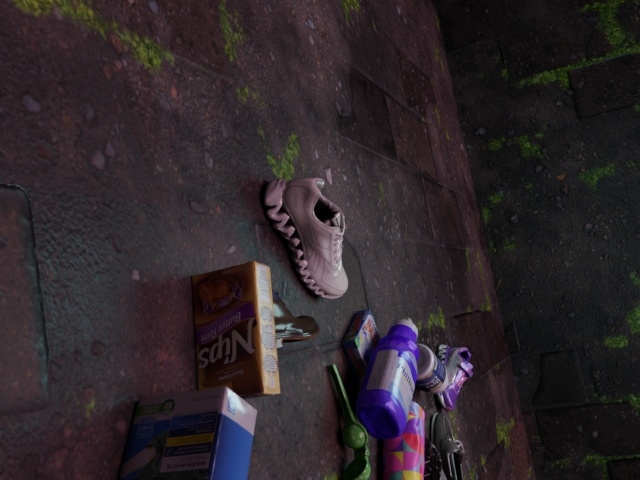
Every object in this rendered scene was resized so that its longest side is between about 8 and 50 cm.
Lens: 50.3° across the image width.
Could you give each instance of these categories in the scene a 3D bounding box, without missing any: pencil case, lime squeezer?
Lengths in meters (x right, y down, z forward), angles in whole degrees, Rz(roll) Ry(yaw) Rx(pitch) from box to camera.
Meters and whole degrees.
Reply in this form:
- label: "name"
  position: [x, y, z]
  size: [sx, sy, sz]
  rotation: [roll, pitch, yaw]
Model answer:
- label: "pencil case"
  position: [0.187, 0.475, 1.509]
  size: [0.104, 0.104, 0.236]
  rotation: [48, 35, -48]
- label: "lime squeezer"
  position: [0.047, 0.399, 1.310]
  size: [0.109, 0.059, 0.311]
  rotation: [20, 54, -25]

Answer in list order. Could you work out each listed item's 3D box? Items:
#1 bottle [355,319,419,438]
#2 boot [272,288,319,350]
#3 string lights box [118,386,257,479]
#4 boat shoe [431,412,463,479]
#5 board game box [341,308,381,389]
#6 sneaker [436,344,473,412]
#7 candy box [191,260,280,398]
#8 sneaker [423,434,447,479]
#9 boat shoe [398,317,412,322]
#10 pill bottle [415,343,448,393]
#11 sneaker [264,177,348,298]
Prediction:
- label: "bottle"
  position: [0.153, 0.282, 1.448]
  size: [0.118, 0.092, 0.283]
  rotation: [64, 29, -24]
- label: "boot"
  position: [-0.067, 0.122, 1.141]
  size: [0.219, 0.082, 0.106]
  rotation: [-7, 86, -65]
- label: "string lights box"
  position: [-0.160, 0.305, 0.761]
  size: [0.077, 0.133, 0.260]
  rotation: [53, 32, -44]
- label: "boat shoe"
  position: [0.355, 0.622, 1.814]
  size: [0.112, 0.095, 0.335]
  rotation: [51, 34, -46]
- label: "board game box"
  position: [0.111, 0.274, 1.523]
  size: [0.201, 0.035, 0.136]
  rotation: [69, 25, -18]
- label: "sneaker"
  position: [0.401, 0.401, 2.031]
  size: [0.236, 0.104, 0.095]
  rotation: [-73, 144, -48]
- label: "candy box"
  position: [-0.122, 0.132, 0.975]
  size: [0.053, 0.109, 0.187]
  rotation: [24, 55, -62]
- label: "sneaker"
  position: [0.252, 0.565, 1.638]
  size: [0.108, 0.100, 0.272]
  rotation: [-111, 178, -75]
- label: "boat shoe"
  position: [0.216, 0.224, 1.795]
  size: [0.100, 0.035, 0.035]
  rotation: [-47, 123, -55]
- label: "pill bottle"
  position: [0.277, 0.343, 1.789]
  size: [0.169, 0.094, 0.094]
  rotation: [46, 37, -49]
- label: "sneaker"
  position: [0.000, 0.000, 1.319]
  size: [0.110, 0.118, 0.292]
  rotation: [-78, 148, -48]
